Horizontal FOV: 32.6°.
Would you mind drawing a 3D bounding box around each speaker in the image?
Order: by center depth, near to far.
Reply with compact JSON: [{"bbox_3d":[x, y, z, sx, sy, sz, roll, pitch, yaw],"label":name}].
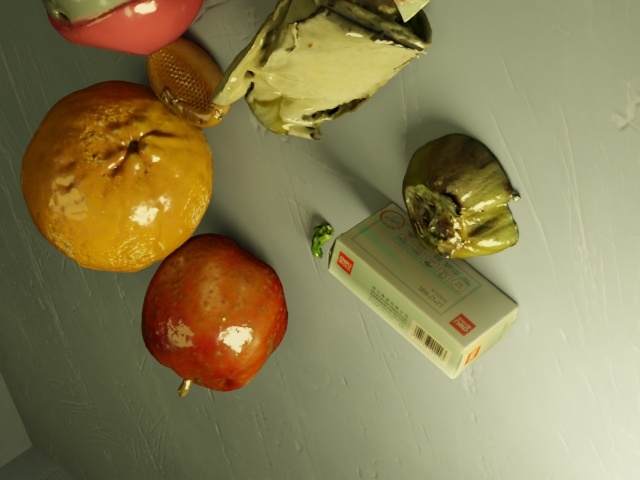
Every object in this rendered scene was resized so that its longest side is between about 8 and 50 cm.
[{"bbox_3d":[-0.326,-0.446,1.753,0.294,0.294,0.294,34,142,32],"label":"speaker"}]

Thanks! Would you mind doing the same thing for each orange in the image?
[{"bbox_3d":[-0.354,-0.117,1.928,0.341,0.340,0.293,53,160,4],"label":"orange"}]

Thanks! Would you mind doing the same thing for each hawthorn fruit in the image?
[{"bbox_3d":[-0.200,0.149,2.027,0.275,0.300,0.275,23,168,5],"label":"hawthorn fruit"}]

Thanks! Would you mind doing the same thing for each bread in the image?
[{"bbox_3d":[-0.218,-0.264,1.848,0.189,0.114,0.077,46,-174,15],"label":"bread"}]

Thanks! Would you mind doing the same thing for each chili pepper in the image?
[{"bbox_3d":[-0.002,0.000,1.854,0.034,0.030,0.091,26,147,0],"label":"chili pepper"}]

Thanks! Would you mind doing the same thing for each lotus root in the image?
[{"bbox_3d":[0.179,-0.045,1.526,0.183,0.078,0.203,58,147,-5],"label":"lotus root"}]

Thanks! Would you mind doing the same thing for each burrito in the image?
[{"bbox_3d":[-0.009,-0.264,1.514,0.332,0.190,0.135,-34,47,54],"label":"burrito"}]

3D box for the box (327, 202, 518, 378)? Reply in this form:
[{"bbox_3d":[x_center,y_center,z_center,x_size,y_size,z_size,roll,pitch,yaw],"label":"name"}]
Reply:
[{"bbox_3d":[0.148,0.067,1.617,0.269,0.135,0.079,41,142,23],"label":"box"}]

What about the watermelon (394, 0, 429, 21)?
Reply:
[{"bbox_3d":[0.088,-0.410,1.243,0.256,0.176,0.260,34,164,43],"label":"watermelon"}]
